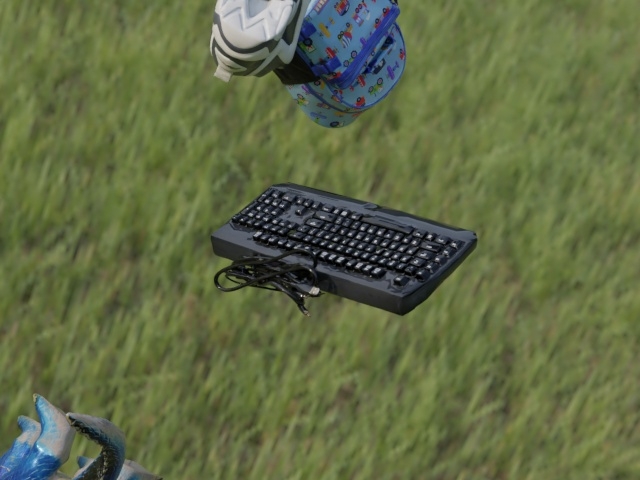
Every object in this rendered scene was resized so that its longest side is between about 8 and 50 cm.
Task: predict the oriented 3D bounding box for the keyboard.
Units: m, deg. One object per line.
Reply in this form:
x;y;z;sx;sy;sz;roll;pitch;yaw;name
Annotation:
0.000;0.000;1.025;0.192;0.038;0.100;15;53;47;keyboard

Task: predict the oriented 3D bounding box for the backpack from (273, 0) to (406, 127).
0.024;-0.215;1.821;0.117;0.173;0.158;0;44;52;backpack

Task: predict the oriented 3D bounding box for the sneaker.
-0.046;-0.254;1.675;0.094;0.153;0.235;26;61;-5;sneaker

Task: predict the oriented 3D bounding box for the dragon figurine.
-0.166;0.168;0.898;0.085;0.289;0.144;36;69;-13;dragon figurine
